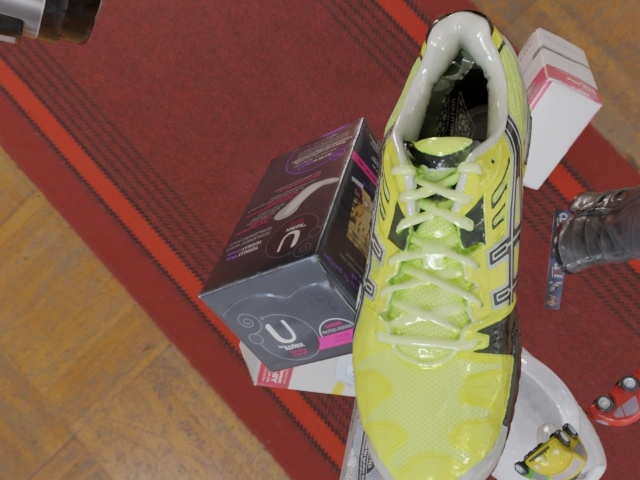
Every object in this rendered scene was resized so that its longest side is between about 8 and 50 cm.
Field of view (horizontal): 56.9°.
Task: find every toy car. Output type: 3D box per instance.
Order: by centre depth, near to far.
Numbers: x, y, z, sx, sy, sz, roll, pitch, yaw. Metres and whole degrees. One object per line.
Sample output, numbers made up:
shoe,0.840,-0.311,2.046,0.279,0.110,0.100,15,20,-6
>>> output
toy car,0.348,0.290,0.829,0.239,0.225,0.053,-23,60,-28

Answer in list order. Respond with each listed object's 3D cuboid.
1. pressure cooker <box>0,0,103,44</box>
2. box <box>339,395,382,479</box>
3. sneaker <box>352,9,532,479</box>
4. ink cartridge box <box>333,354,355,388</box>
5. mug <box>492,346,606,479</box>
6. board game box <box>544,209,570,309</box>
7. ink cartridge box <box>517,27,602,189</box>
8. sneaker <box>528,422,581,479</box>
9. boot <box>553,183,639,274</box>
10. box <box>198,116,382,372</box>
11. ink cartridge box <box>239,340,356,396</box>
pressure cooker,-0.384,-0.441,0.710,0.420,0.375,0.370,8,72,-30
box,0.145,0.294,0.911,0.163,0.247,0.142,35,135,-19
sneaker,0.086,0.001,0.467,0.145,0.147,0.385,0,70,23
ink cartridge box,0.134,0.050,1.124,0.091,0.308,0.385,18,129,15
mug,0.487,0.417,1.376,0.276,0.374,0.328,-23,45,-18
board game box,0.647,0.057,1.617,0.042,0.243,0.165,6,55,21
ink cartridge box,0.329,-0.204,0.899,0.092,0.218,0.159,24,129,-4
sneaker,0.385,0.435,1.018,0.090,0.115,0.232,14,68,-37
boot,0.431,0.014,0.824,0.222,0.338,0.118,-25,103,46
box,0.000,0.000,0.713,0.165,0.270,0.143,-20,121,31
ink cartridge box,-0.008,0.300,1.655,0.384,0.279,0.161,11,98,-18
